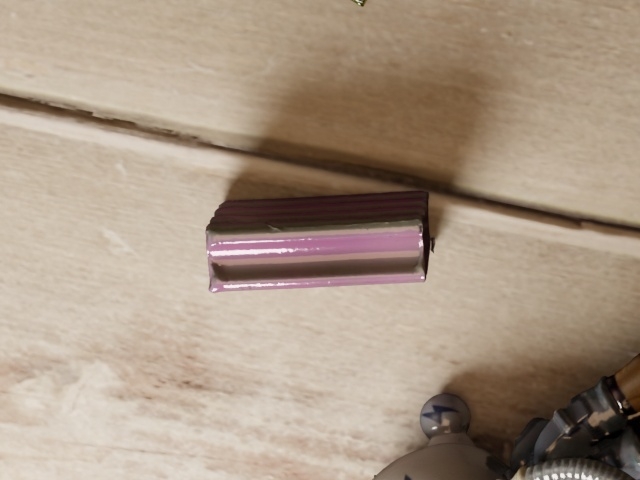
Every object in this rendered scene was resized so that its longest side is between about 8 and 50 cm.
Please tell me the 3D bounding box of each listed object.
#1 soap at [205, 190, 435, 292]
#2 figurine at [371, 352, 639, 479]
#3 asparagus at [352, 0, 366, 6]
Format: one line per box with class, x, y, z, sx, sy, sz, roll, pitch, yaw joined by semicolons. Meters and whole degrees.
soap;0.000;0.000;1.722;0.203;0.122;0.065;-3;104;7
figurine;0.182;0.241;1.736;0.382;0.261;0.186;-33;141;14
asparagus;-0.009;-0.242;1.712;0.114;0.014;0.015;25;89;-1
